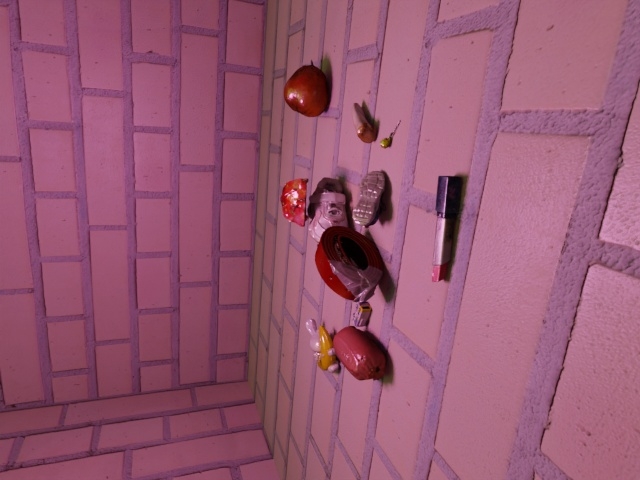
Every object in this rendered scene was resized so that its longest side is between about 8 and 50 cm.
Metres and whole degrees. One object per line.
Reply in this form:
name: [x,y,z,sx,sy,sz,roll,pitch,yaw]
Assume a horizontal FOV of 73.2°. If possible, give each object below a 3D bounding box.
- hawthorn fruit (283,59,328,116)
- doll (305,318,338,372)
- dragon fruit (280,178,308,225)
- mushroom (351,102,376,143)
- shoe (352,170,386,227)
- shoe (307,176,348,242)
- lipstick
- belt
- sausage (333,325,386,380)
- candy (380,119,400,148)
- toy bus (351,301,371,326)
hawthorn fruit: [-0.060,-0.746,2.111,0.224,0.224,0.261,38,111,64]
doll: [0.013,0.514,2.088,0.252,0.111,0.238,10,115,68]
dragon fruit: [-0.118,-0.152,1.919,0.274,0.126,0.161,97,171,-60]
mushroom: [0.161,-0.471,1.714,0.071,0.084,0.209,-47,40,32]
shoe: [0.201,-0.144,1.620,0.099,0.125,0.228,10,74,34]
shoe: [0.035,-0.131,1.915,0.351,0.171,0.198,-113,30,-46]
lipstick: [0.359,-0.028,1.242,0.051,0.051,0.313,-150,60,-65]
belt: [0.114,0.088,1.645,0.324,0.227,0.115,57,147,34]
sausage: [0.146,0.434,1.668,0.279,0.152,0.152,-139,51,-62]
candy: [0.253,-0.380,1.542,0.035,0.035,0.123,48,134,14]
toy bus: [0.168,0.302,1.749,0.058,0.052,0.102,-118,36,-52]
